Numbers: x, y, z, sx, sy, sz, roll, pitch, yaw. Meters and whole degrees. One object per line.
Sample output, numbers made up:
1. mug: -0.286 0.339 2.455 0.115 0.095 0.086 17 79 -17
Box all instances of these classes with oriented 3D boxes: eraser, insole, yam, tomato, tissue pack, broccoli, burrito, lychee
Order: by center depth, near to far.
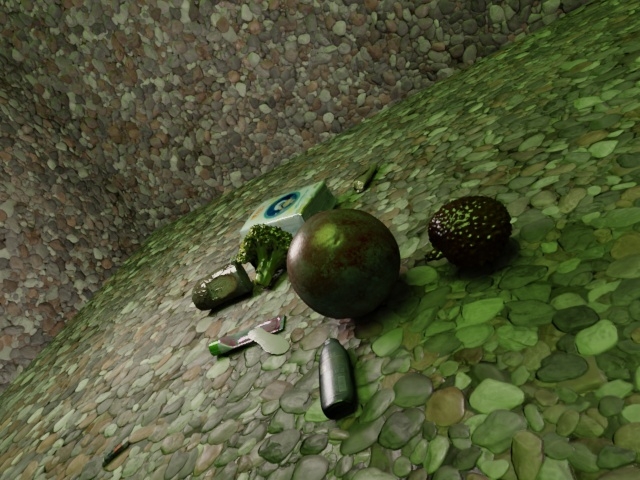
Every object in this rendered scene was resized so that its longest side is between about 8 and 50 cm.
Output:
1. lychee: 0.376 -0.015 1.160 0.238 0.200 0.200 -39 22 10
2. tomato: 0.062 0.064 1.251 0.317 0.316 0.282 -31 38 5
3. eraser: -0.622 0.640 1.354 0.099 0.019 0.027 -39 23 -17
4. insole: -0.165 0.312 1.393 0.197 0.004 0.065 12 46 47
5. broccoli: -0.212 0.033 1.758 0.243 0.180 0.272 8 37 3
6. yam: -0.394 0.182 1.828 0.255 0.154 0.154 -28 23 22
7. tissue pack: -0.147 -0.110 2.062 0.388 0.162 0.287 -14 30 37
8. burrito: 0.205 -0.300 2.112 0.087 0.060 0.226 -12 29 30

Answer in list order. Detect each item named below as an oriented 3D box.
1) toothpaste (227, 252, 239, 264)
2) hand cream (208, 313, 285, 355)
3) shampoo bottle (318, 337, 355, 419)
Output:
1. toothpaste: -0.413 0.118 2.117 0.046 0.034 0.164 -29 23 19
2. hand cream: -0.242 0.316 1.489 0.276 0.050 0.079 -22 50 11
3. shampoo bottle: 0.035 0.325 1.086 0.087 0.049 0.233 -31 23 10
